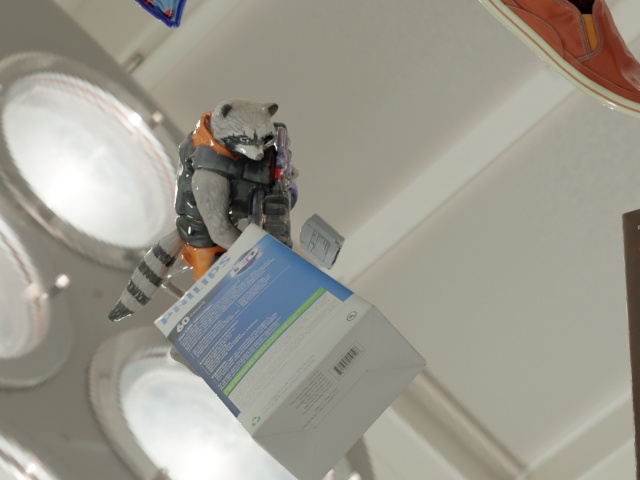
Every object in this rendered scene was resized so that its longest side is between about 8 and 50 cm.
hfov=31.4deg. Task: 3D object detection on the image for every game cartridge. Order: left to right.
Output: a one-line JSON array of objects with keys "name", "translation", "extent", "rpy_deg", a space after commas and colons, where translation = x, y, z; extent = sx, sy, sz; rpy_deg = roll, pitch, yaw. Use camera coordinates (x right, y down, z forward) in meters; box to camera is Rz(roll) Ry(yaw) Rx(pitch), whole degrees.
[{"name": "game cartridge", "translation": [0.000, 0.000, 1.386], "extent": [0.056, 0.017, 0.083], "rpy_deg": [39, 154, 8]}]

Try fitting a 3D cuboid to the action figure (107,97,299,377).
[{"name": "action figure", "translation": [-0.125, -0.009, 1.311], "extent": [0.178, 0.330, 0.341], "rpy_deg": [15, -156, -10]}]

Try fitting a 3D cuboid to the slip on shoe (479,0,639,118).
[{"name": "slip on shoe", "translation": [0.354, -0.276, 1.523], "extent": [0.331, 0.101, 0.123], "rpy_deg": [38, -151, -7]}]

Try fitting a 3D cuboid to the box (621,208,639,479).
[{"name": "box", "translation": [0.373, 0.104, 0.970], "extent": [0.143, 0.191, 0.381], "rpy_deg": [60, -153, -25]}]

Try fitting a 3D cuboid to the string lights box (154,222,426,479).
[{"name": "string lights box", "translation": [-0.036, 0.084, 0.950], "extent": [0.077, 0.133, 0.259], "rpy_deg": [47, 174, -27]}]

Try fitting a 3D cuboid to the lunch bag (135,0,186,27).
[{"name": "lunch bag", "translation": [-0.182, -0.425, 1.310], "extent": [0.138, 0.293, 0.221], "rpy_deg": [18, -162, -22]}]
